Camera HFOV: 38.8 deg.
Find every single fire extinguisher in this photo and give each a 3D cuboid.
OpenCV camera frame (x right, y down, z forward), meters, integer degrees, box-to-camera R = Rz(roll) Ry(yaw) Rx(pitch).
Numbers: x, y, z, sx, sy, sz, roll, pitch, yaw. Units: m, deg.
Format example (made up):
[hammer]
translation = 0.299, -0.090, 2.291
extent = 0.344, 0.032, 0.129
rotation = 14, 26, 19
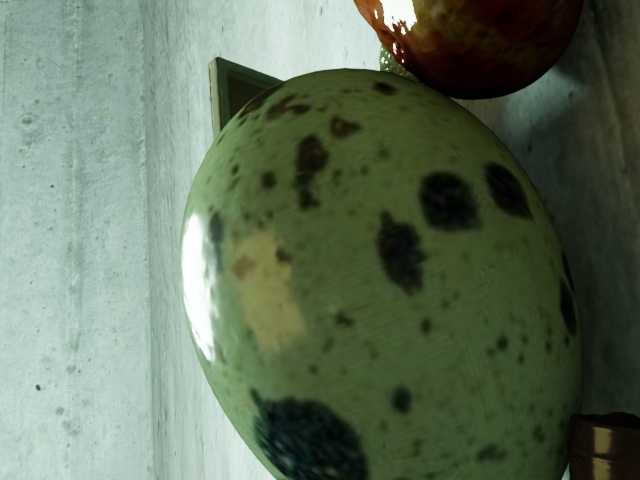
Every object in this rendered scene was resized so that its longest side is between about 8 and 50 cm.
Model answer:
[fire extinguisher]
translation = 0.195, 0.247, 0.590
extent = 0.089, 0.072, 0.268
rotation = 0, -88, -75

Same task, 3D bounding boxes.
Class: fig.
[fig]
translation = 0.121, -0.210, 0.692
extent = 0.205, 0.205, 0.205
rotation = -178, 90, -70

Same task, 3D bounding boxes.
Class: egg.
[egg]
translation = 0.044, 0.049, 0.688
extent = 0.288, 0.287, 0.380
rotation = 122, 136, -54

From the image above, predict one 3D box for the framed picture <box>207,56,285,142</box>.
[framed picture]
translation = 0.000, 0.000, 0.900
extent = 0.022, 0.247, 0.335
rotation = -25, 63, 43

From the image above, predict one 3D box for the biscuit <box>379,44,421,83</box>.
[biscuit]
translation = 0.105, -0.256, 0.870
extent = 0.121, 0.040, 0.200
rotation = -3, 86, 53
